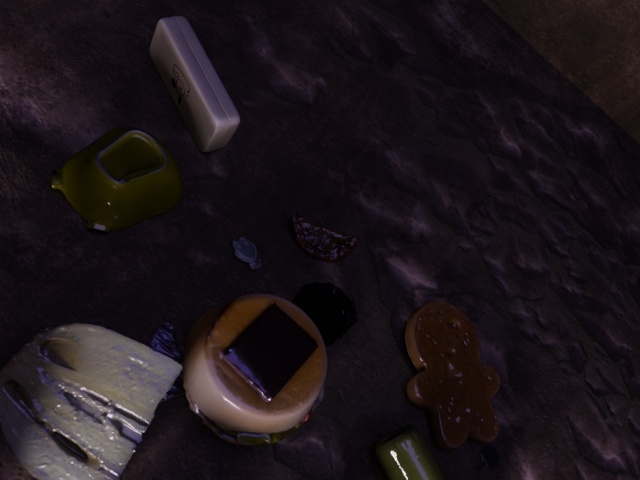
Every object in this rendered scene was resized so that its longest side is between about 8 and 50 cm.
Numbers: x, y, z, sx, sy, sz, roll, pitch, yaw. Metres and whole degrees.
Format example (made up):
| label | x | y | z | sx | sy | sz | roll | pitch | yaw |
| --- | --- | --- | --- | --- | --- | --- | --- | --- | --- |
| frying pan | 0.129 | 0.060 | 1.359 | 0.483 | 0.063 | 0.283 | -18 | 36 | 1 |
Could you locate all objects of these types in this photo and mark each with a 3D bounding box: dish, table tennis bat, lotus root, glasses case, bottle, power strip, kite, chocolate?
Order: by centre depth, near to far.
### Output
| label | x | y | z | sx | sy | sz | roll | pitch | yaw |
| --- | --- | --- | --- | --- | --- | --- | --- | --- | --- |
| lotus root | -0.417 | 0.274 | 1.018 | 0.260 | 0.149 | 0.267 | 30 | 74 | -7 |
| kite | -0.324 | 0.257 | 1.155 | 0.189 | 0.009 | 0.232 | 26 | 56 | -15 |
| bottle | 0.220 | 0.529 | 1.252 | 0.112 | 0.112 | 0.260 | -23 | 78 | -35 |
| dish | -0.414 | -0.150 | 1.254 | 0.221 | 0.108 | 0.262 | 50 | 53 | 3 |
| chocolate | 0.026 | 0.170 | 1.340 | 0.133 | 0.156 | 0.156 | 12 | 56 | -55 |
| power strip | -0.164 | 0.028 | 1.347 | 0.055 | 0.035 | 0.083 | -31 | 80 | -36 |
| glasses case | -0.304 | -0.373 | 1.414 | 0.070 | 0.131 | 0.313 | -21 | 78 | -35 |
| table tennis bat | 0.398 | 0.524 | 1.417 | 0.083 | 0.007 | 0.050 | -29 | 82 | -38 |

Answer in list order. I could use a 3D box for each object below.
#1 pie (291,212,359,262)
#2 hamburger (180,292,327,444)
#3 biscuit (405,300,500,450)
| label | x | y | z | sx | sy | sz | roll | pitch | yaw |
| --- | --- | --- | --- | --- | --- | --- | --- | --- | --- |
| pie | 0.001 | 0.003 | 1.453 | 0.191 | 0.033 | 0.088 | 21 | 73 | -20 |
| hamburger | -0.130 | 0.249 | 1.170 | 0.301 | 0.170 | 0.302 | 14 | 55 | -21 |
| biscuit | 0.316 | 0.322 | 1.449 | 0.275 | 0.052 | 0.355 | -2 | 66 | -30 |
